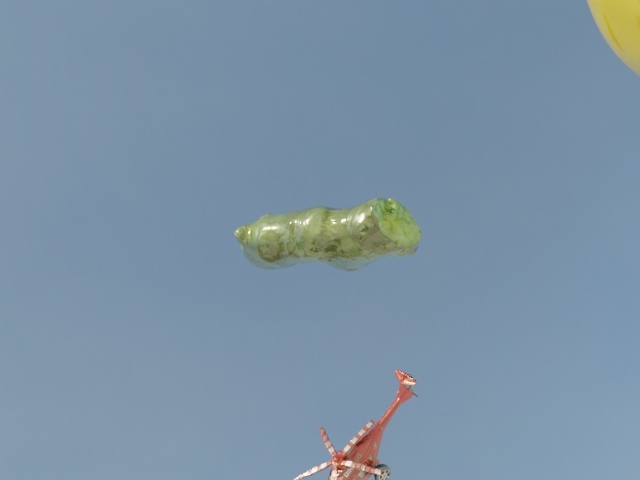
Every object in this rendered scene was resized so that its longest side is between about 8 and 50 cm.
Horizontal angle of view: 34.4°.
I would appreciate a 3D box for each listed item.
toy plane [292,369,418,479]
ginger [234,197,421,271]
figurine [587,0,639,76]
[{"bbox_3d":[0.060,0.264,1.370,0.077,0.126,0.194,44,-121,-40],"label":"toy plane"},{"bbox_3d":[0.003,0.001,1.406,0.137,0.290,0.089,6,-101,-60],"label":"ginger"},{"bbox_3d":[0.344,-0.227,0.691,0.344,0.187,0.215,-25,-53,7],"label":"figurine"}]
